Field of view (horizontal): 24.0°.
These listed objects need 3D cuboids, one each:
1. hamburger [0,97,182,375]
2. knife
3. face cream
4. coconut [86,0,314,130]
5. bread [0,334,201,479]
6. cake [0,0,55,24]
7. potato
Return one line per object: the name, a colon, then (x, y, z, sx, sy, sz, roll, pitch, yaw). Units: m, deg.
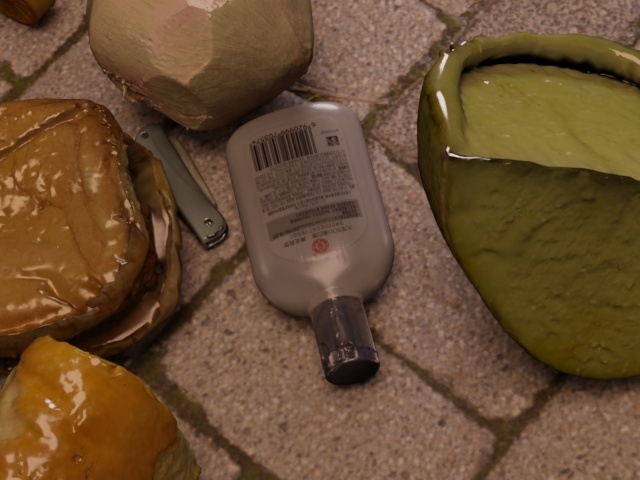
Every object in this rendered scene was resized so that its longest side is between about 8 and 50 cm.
hamburger: (-0.267, -0.008, 1.470, 0.259, 0.144, 0.283, -14, 64, 6)
knife: (-0.141, -0.060, 1.543, 0.044, 0.023, 0.162, -30, 61, -12)
face cream: (0.000, 0.000, 1.459, 0.144, 0.071, 0.291, -17, 59, 1)
coconut: (-0.111, -0.221, 1.520, 0.224, 0.224, 0.234, -42, 61, -14)
bread: (-0.259, 0.286, 1.251, 0.165, 0.236, 0.375, 18, 66, 20)
cake: (-0.333, -0.277, 1.661, 0.084, 0.084, 0.044, 24, 70, 20)
potato: (0.228, -0.044, 1.395, 0.330, 0.213, 0.280, 9, 35, -10)
